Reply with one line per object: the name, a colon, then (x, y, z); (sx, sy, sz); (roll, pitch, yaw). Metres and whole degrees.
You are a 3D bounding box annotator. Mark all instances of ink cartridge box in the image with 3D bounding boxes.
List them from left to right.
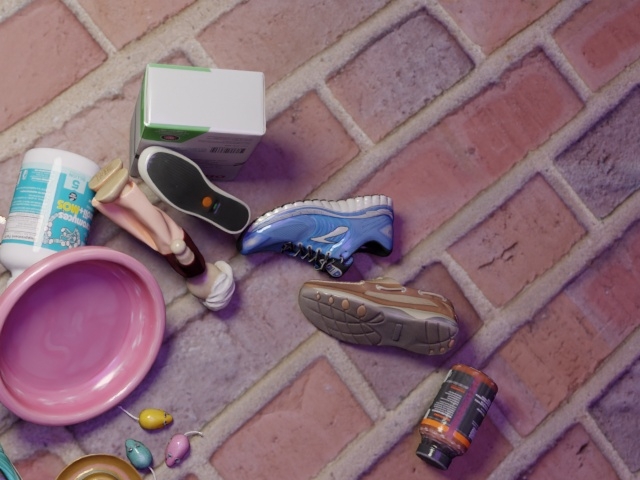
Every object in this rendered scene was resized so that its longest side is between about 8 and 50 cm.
ink cartridge box: (-0.234, -0.207, 1.873); (0.211, 0.289, 0.122); (2, 76, -17)

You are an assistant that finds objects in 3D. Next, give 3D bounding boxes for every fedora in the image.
fedora: (-0.387, 0.474, 1.804); (0.194, 0.079, 0.194); (3, 79, -16)

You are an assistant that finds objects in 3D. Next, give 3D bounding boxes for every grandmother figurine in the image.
grandmother figurine: (-0.278, 0.001, 1.868); (0.104, 0.208, 0.342); (-37, 120, 5)

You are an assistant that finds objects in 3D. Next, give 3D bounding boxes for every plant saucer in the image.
plant saucer: (-0.431, 0.158, 1.780); (0.332, 0.084, 0.332); (-19, 122, -33)

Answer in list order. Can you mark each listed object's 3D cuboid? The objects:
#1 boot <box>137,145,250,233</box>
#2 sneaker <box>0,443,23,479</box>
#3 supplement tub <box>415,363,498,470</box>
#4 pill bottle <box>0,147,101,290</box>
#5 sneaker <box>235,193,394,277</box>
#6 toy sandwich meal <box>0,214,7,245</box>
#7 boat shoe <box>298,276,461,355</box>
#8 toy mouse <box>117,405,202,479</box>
boot: (-0.262, -0.101, 1.885); (0.244, 0.176, 0.088); (36, 83, -37)
sneaker: (-0.591, 0.358, 1.749); (0.107, 0.110, 0.275); (-40, 92, -19)
supplement tub: (0.262, 0.348, 2.010); (0.106, 0.106, 0.198); (35, 72, -8)
pill bottle: (-0.487, -0.022, 1.835); (0.146, 0.146, 0.264); (14, 77, -14)
sneaker: (0.000, 0.000, 1.987); (0.329, 0.130, 0.147); (-7, 79, -18)
toy sandwich meal: (-0.595, -0.006, 1.860); (0.085, 0.029, 0.086); (3, 79, -16)
boat shoe: (0.116, 0.134, 2.016); (0.324, 0.123, 0.116); (16, 42, -5)
toy mouse: (-0.297, 0.380, 1.874); (0.161, 0.031, 0.143); (8, 77, -15)
